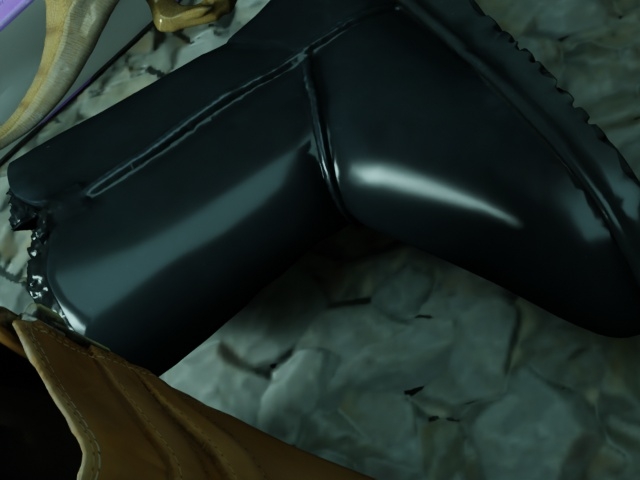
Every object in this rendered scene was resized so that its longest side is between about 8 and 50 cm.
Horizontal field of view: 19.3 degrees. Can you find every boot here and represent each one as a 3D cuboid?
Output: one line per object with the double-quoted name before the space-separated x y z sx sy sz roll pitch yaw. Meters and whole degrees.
"boot" 0.000 0.000 0.722 0.207 0.094 0.246 -37 50 -1
"boot" -0.016 0.096 0.609 0.283 0.220 0.109 21 76 31

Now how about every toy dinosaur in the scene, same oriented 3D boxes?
"toy dinosaur" -0.094 -0.112 0.785 0.112 0.064 0.212 6 82 11

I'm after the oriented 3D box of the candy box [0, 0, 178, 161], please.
"candy box" -0.176 -0.142 0.887 0.165 0.070 0.196 -42 57 0
